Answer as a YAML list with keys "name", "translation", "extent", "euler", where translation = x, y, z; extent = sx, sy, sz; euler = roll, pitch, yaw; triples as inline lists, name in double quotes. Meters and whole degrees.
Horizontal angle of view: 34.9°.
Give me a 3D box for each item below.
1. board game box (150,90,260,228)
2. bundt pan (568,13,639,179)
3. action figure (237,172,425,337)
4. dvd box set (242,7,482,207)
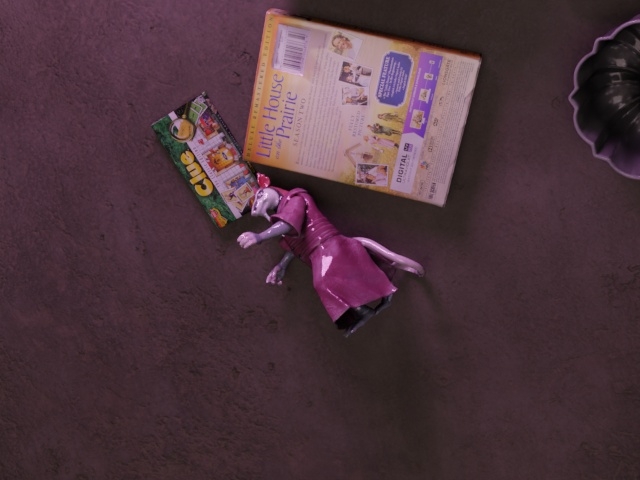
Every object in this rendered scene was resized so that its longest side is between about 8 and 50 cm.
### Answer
- name: "board game box"
  translation: [-0.224, -0.162, 2.095]
  extent: [0.136, 0.030, 0.260]
  euler: [-28, 103, 21]
- name: "bundt pan"
  translation: [0.619, -0.266, 1.808]
  extent: [0.330, 0.124, 0.331]
  euler: [15, 129, 19]
- name: "action figure"
  translation: [0.000, 0.000, 2.011]
  extent: [0.275, 0.248, 0.370]
  euler: [-37, 84, -3]
- name: "dvd box set"
  translation: [0.075, -0.257, 1.984]
  extent: [0.420, 0.062, 0.308]
  euler: [13, 112, 5]
